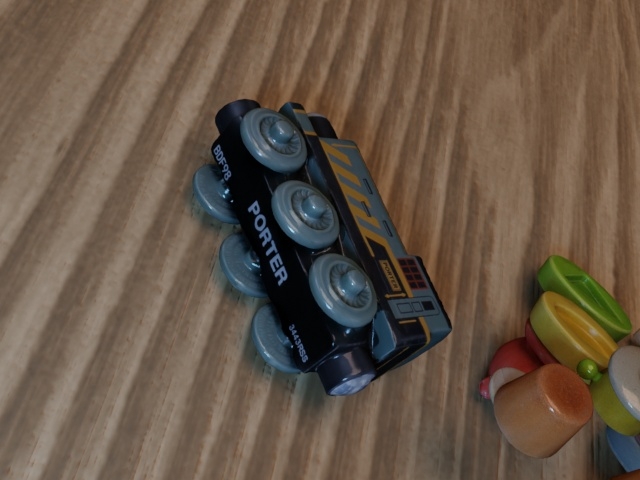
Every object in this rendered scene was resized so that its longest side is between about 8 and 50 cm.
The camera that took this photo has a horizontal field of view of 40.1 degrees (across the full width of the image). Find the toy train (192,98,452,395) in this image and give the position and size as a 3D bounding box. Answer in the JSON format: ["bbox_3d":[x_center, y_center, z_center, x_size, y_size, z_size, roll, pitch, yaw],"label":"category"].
[{"bbox_3d":[0.000,0.000,0.904,0.190,0.142,0.334,1,56,-45],"label":"toy train"}]

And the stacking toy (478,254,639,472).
[{"bbox_3d":[0.328,0.170,1.026,0.309,0.130,0.279,38,22,-6],"label":"stacking toy"}]

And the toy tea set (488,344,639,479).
[{"bbox_3d":[0.296,0.224,0.816,0.336,0.124,0.200,43,44,5],"label":"toy tea set"}]
